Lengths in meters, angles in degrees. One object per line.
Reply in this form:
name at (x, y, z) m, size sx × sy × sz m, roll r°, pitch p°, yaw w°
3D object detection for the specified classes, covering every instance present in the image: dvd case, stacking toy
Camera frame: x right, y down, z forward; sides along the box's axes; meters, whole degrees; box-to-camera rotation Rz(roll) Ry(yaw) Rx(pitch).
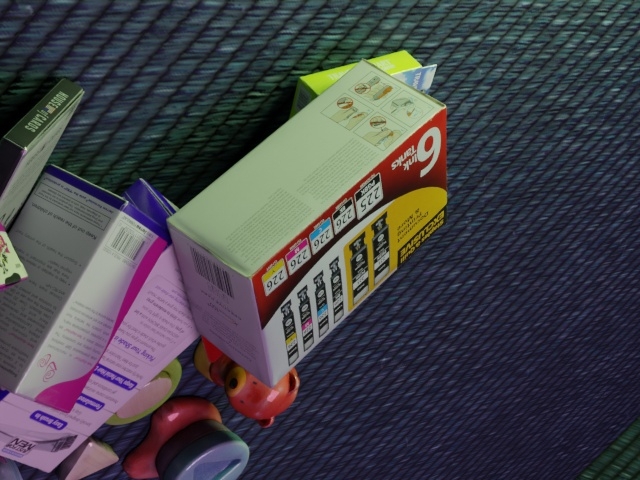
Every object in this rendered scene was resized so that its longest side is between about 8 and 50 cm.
dvd case at (-0.312, -0.029, 1.276) m, size 0.238 × 0.030 × 0.179 m, roll -57°, pitch -173°, yaw 24°
stacking toy at (-0.181, 0.256, 1.781) m, size 0.280 × 0.130 × 0.309 m, roll -7°, pitch 135°, yaw -42°

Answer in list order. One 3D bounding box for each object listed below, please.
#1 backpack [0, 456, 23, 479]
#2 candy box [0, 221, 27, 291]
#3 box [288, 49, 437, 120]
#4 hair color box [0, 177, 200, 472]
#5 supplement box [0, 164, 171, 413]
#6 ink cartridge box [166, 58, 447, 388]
backpack at (-0.422, 0.308, 1.533) m, size 0.144 × 0.188 × 0.166 m, roll -8°, pitch 136°, yaw -41°
candy box at (-0.378, 0.061, 1.109) m, size 0.233 × 0.071 × 0.159 m, roll -26°, pitch -178°, yaw 5°
box at (0.046, -0.161, 1.582) m, size 0.178 × 0.042 × 0.109 m, roll -18°, pitch 142°, yaw -32°
hair color box at (-0.261, 0.103, 1.528) m, size 0.339 × 0.110 × 0.185 m, roll -43°, pitch 150°, yaw 2°
supplement box at (-0.269, 0.052, 1.378) m, size 0.220 × 0.114 × 0.111 m, roll -62°, pitch 154°, yaw -7°
ink cartridge box at (0.000, 0.000, 1.503) m, size 0.309 × 0.130 × 0.272 m, roll -42°, pitch 149°, yaw -24°
